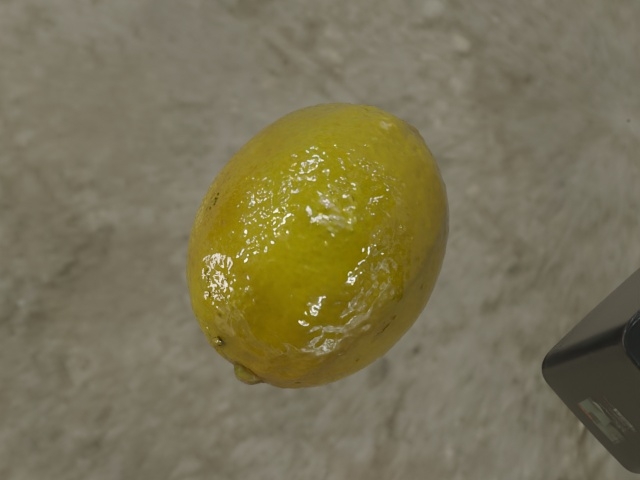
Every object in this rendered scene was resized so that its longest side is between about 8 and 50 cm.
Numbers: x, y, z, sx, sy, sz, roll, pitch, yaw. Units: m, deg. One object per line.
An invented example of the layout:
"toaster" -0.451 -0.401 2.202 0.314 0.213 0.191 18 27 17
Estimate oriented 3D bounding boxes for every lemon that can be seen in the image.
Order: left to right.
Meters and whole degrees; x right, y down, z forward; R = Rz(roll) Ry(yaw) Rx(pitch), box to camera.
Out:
"lemon" -0.003 0.004 1.719 0.236 0.236 0.263 4 68 9

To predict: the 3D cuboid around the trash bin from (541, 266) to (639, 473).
"trash bin" 0.258 0.063 1.264 0.165 0.225 0.115 -41 86 -8
